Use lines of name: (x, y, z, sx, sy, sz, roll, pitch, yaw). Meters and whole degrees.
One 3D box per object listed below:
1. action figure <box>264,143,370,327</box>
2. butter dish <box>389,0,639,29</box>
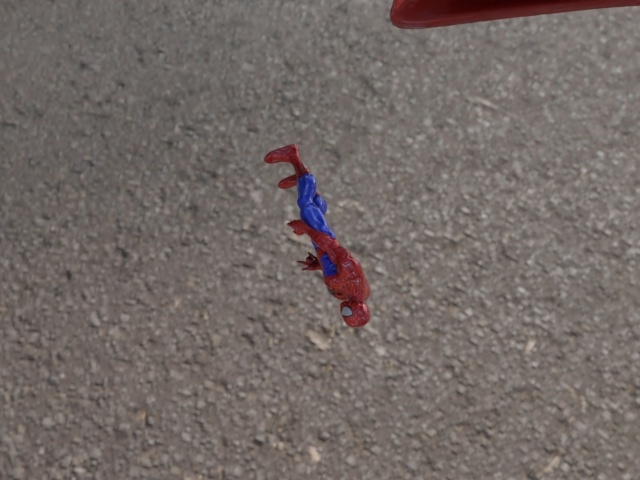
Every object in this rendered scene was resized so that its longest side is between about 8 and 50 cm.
action figure: (0.000, 0.000, 0.505, 0.030, 0.038, 0.115, -25, 50, -5)
butter dish: (0.096, -0.177, 0.393, 0.160, 0.118, 0.160, 4, 56, 40)
